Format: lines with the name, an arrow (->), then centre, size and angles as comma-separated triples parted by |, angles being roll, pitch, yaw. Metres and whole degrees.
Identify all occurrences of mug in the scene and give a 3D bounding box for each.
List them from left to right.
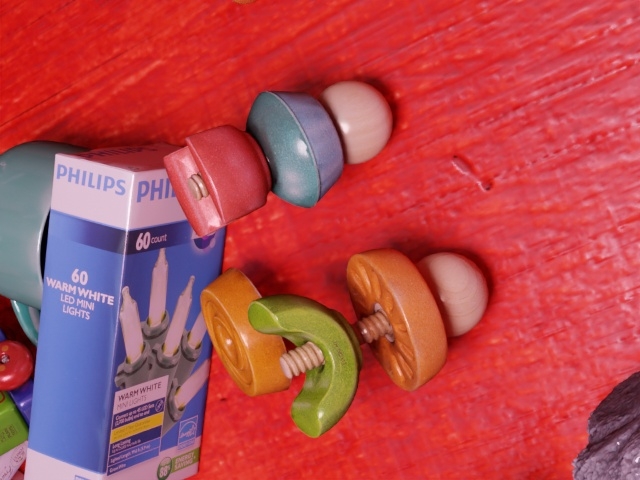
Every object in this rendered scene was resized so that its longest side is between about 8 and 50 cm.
mug -> -0.218, -0.001, 1.179 | 0.097, 0.129, 0.157 | 15, 75, 29

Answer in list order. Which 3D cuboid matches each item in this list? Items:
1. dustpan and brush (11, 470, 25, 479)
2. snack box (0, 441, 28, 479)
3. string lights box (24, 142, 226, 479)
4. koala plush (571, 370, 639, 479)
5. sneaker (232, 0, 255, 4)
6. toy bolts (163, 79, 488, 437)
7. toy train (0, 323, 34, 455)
dustpan and brush -> -0.260, 0.239, 1.284 | 0.211, 0.060, 0.147 | -20, 87, 31
snack box -> -0.306, 0.187, 1.261 | 0.100, 0.141, 0.037 | 3, 131, 30
string lights box -> -0.145, 0.062, 1.150 | 0.077, 0.133, 0.259 | 15, 104, 28
koala plush -> 0.280, 0.169, 0.900 | 0.196, 0.203, 0.221 | -38, 89, 29
sneaker -> 0.001, -0.212, 1.070 | 0.175, 0.064, 0.067 | -32, 90, 32
toy bolts -> 0.000, 0.000, 1.088 | 0.228, 0.158, 0.218 | 68, 161, -6
toy train -> -0.328, 0.088, 1.244 | 0.248, 0.143, 0.105 | 50, 163, 33
